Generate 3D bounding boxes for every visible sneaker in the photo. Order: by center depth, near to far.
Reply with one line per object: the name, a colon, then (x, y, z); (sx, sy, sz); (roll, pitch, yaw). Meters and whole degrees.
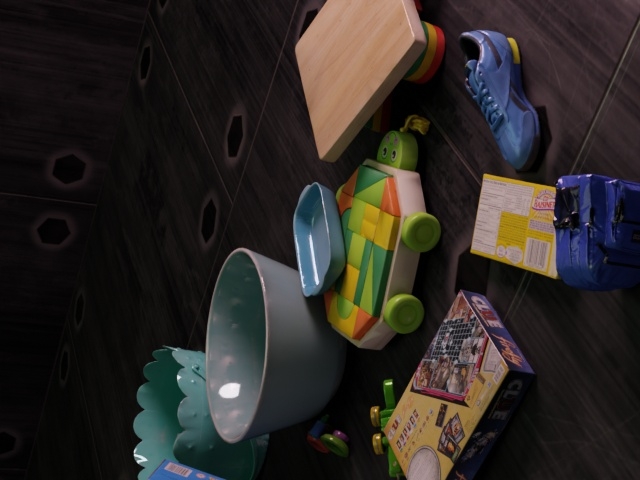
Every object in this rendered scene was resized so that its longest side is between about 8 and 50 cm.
sneaker: (0.219, -0.178, 1.636); (0.069, 0.082, 0.209); (-50, 41, 49)

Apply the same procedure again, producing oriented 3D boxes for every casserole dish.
casserole dish: (0.000, 0.000, 1.973); (0.114, 0.037, 0.188); (126, 144, -47)

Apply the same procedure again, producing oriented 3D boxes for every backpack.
backpack: (0.302, -0.006, 1.372); (0.101, 0.098, 0.120); (-2, 81, 63)

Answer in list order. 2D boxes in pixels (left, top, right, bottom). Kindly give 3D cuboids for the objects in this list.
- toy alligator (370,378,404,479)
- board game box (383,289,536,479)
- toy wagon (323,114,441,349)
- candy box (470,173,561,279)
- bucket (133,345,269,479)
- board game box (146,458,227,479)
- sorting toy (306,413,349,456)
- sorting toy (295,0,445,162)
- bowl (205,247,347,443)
toy alligator: (0.107, 0.289, 1.802); (0.051, 0.056, 0.189); (49, -147, -62)
board game box: (0.172, 0.209, 1.652); (0.243, 0.042, 0.165); (-64, 30, 26)
toy wagon: (0.086, -0.020, 1.910); (0.267, 0.068, 0.344); (-150, 68, -65)
candy box: (0.250, -0.019, 1.582); (0.206, 0.027, 0.105); (-159, 79, -66)
bucket: (-0.218, 0.333, 2.367); (0.281, 0.183, 0.281); (-173, 90, -67)
board game box: (-0.146, 0.532, 1.996); (0.086, 0.308, 0.302); (-42, -32, -70)
sorting toy: (0.015, 0.302, 2.016); (0.042, 0.061, 0.102); (-54, 22, -22)
sorting toy: (0.080, -0.283, 1.946); (0.257, 0.089, 0.255); (-50, 38, 37)
bowl: (-0.064, 0.173, 2.075); (0.311, 0.163, 0.311); (-174, 90, -69)
